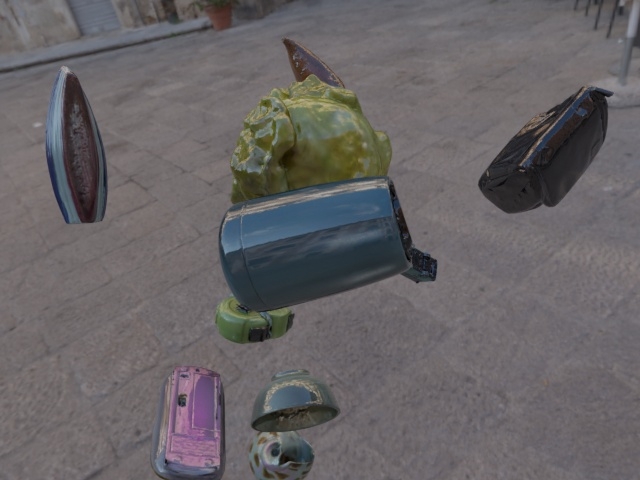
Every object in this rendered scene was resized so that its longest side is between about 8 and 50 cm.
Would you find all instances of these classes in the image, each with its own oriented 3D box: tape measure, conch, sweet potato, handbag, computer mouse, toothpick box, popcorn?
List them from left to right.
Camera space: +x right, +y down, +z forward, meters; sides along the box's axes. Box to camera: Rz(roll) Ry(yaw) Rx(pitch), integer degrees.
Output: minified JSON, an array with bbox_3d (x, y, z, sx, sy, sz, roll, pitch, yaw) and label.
[{"bbox_3d":[-0.284,0.406,1.080,0.158,0.072,0.310,15,25,-19],"label":"computer mouse"},{"bbox_3d":[-0.177,0.188,1.189,0.177,0.088,0.154,17,23,22],"label":"tape measure"},{"bbox_3d":[-0.139,0.799,1.810,0.249,0.197,0.368,9,6,9],"label":"conch"},{"bbox_3d":[-0.025,-0.118,0.884,0.311,0.312,0.312,-10,30,6],"label":"popcorn"},{"bbox_3d":[0.000,0.000,0.503,0.184,0.120,0.120,-14,29,15],"label":"toothpick box"},{"bbox_3d":[0.022,-0.306,1.116,0.095,0.355,0.106,-28,-4,39],"label":"sweet potato"},{"bbox_3d":[0.577,-0.207,1.209,0.302,0.178,0.275,-48,6,-6],"label":"handbag"}]

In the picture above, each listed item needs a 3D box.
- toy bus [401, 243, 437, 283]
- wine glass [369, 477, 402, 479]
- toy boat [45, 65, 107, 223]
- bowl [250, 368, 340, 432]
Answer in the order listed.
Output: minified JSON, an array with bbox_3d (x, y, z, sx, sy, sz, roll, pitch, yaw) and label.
[{"bbox_3d":[0.276,0.070,1.484,0.091,0.160,0.079,-17,55,49],"label":"toy bus"},{"bbox_3d":[0.166,0.809,1.521,0.204,0.111,0.111,-20,26,23],"label":"wine glass"},{"bbox_3d":[-0.352,-0.137,0.705,0.080,0.229,0.045,-7,11,-35],"label":"toy boat"},{"bbox_3d":[-0.086,0.504,1.566,0.289,0.289,0.146,-12,57,3],"label":"bowl"}]
